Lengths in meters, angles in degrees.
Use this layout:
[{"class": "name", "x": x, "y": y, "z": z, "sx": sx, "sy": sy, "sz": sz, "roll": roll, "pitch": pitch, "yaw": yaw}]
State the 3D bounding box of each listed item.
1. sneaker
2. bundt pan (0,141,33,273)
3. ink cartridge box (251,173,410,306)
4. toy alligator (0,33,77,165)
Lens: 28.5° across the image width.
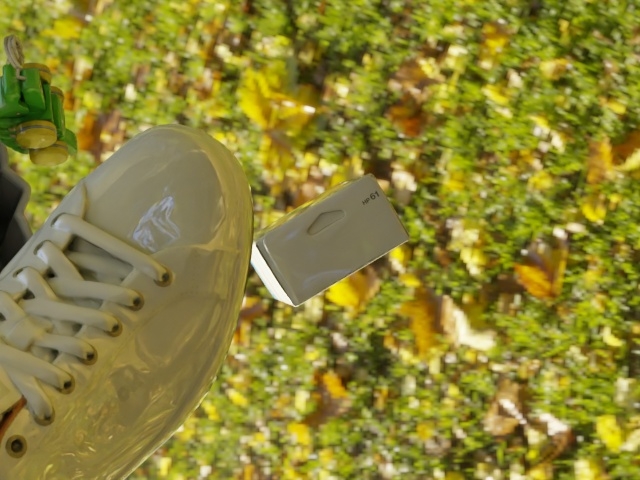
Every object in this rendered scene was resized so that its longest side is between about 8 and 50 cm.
[{"class": "sneaker", "x": -0.120, "y": 0.062, "z": 0.541, "sx": 0.106, "sy": 0.123, "sz": 0.290, "roll": 25, "pitch": 74, "yaw": 14}, {"class": "bundt pan", "x": -0.399, "y": 0.018, "z": 1.008, "sx": 0.124, "sy": 0.331, "sz": 0.330, "roll": 123, "pitch": 137, "yaw": -61}, {"class": "ink cartridge box", "x": 0.000, "y": 0.000, "z": 0.842, "sx": 0.089, "sy": 0.122, "sz": 0.052, "roll": -31, "pitch": 93, "yaw": -7}, {"class": "toy alligator", "x": -0.218, "y": -0.097, "z": 0.902, "sx": 0.051, "sy": 0.189, "sz": 0.056, "roll": -8, "pitch": 73, "yaw": 0}]
